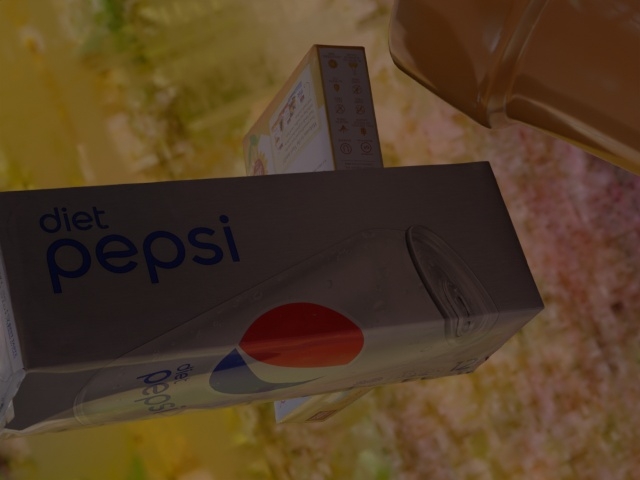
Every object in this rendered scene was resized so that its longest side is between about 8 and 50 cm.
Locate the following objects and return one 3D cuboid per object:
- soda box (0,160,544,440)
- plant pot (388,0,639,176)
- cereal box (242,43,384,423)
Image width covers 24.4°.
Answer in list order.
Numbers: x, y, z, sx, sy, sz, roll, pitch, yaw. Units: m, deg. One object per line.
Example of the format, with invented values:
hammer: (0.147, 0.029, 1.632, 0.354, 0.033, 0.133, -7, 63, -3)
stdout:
soda box: (-0.034, 0.027, 0.771, 0.091, 0.286, 0.098, -53, 48, 54)
plant pot: (0.166, -0.108, 0.670, 0.188, 0.205, 0.205, 39, 160, 14)
cereal box: (0.000, 0.000, 1.094, 0.173, 0.047, 0.240, 137, 129, -60)
